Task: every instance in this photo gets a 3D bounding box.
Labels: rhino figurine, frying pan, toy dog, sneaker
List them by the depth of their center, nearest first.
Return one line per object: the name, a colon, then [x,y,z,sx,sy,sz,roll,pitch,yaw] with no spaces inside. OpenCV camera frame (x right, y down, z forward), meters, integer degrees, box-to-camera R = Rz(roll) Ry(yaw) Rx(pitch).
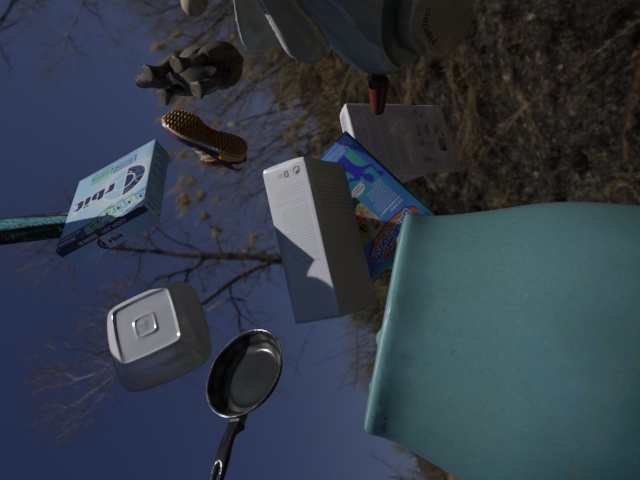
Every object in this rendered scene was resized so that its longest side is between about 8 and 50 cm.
toy dog: [-0.007,-0.236,0.658,0.220,0.334,0.161,-107,29,-70]
rhino figurine: [-0.206,-0.252,0.888,0.243,0.106,0.073,11,127,48]
frying pan: [-0.142,0.320,1.180,0.053,0.197,0.326,46,-163,-40]
sneaker: [-0.237,-0.192,1.183,0.069,0.186,0.084,-60,-4,-35]

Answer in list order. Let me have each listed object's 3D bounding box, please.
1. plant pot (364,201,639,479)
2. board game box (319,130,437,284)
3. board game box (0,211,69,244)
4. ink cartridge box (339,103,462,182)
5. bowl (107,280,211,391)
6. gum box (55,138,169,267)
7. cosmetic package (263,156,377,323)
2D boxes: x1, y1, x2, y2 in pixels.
plant pot: [0.172,0.089,0.462,0.271,0.255,0.271,10,-90,-83]
board game box: [0.067,-0.054,0.992,0.210,0.160,0.047,44,-169,4]
board game box: [-0.486,-0.021,0.978,0.186,0.126,0.026,-10,-74,-42]
ink cartridge box: [0.166,-0.203,1.242,0.056,0.225,0.181,120,144,-59]
bowl: [-0.236,0.129,0.831,0.053,0.142,0.142,66,-179,-59]
gum box: [-0.314,-0.062,0.905,0.041,0.157,0.184,55,-166,-37]
cosmetic package: [0.000,0.000,0.870,0.117,0.086,0.231,-1,-102,-57]
